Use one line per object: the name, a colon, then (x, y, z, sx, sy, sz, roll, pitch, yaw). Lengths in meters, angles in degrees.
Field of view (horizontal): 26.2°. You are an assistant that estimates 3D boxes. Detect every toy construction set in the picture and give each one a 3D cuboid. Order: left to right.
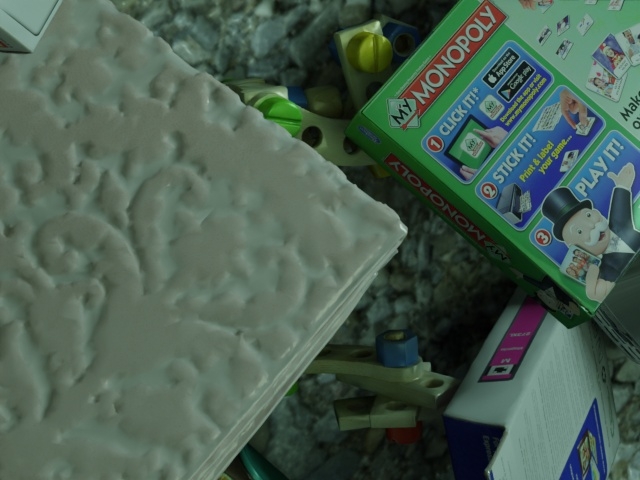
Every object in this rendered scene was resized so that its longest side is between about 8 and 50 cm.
toy construction set: (0.000, 0.000, 1.044, 0.215, 0.151, 0.327, -12, 94, -22)

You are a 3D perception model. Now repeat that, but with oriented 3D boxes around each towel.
towel: (-0.160, 0.018, 0.916, 0.332, 0.053, 0.317, 39, 80, 18)

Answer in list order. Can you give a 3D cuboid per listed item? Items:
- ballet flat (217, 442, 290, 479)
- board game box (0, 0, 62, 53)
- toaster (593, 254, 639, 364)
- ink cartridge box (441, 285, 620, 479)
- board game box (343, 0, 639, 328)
ballet flat: (-0.104, 0.172, 1.047, 0.123, 0.123, 0.348, -42, 113, -11)
board game box: (-0.255, -0.281, 0.855, 0.305, 0.053, 0.193, 39, 70, -41)
toaster: (0.289, 0.008, 1.127, 0.146, 0.129, 0.227, -25, 131, 27)
ink cartridge box: (0.163, 0.164, 1.055, 0.069, 0.371, 0.175, -6, 108, 21)
board game box: (0.195, -0.122, 1.001, 0.213, 0.046, 0.317, 41, 68, 1)
